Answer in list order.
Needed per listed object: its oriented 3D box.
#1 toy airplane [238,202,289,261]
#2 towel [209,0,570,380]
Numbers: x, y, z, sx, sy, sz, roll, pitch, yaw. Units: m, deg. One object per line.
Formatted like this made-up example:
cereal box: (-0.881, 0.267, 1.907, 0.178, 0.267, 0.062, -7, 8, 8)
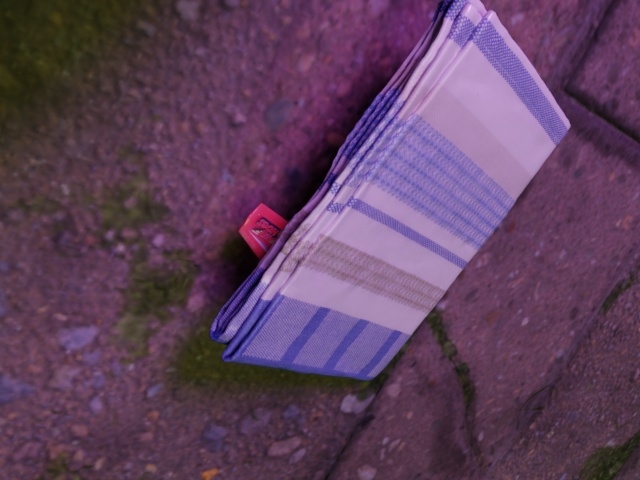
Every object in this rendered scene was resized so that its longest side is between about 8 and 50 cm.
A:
toy airplane: (0.000, 0.000, 0.499, 0.151, 0.028, 0.151, -18, 129, -24)
towel: (0.064, -0.016, 0.489, 0.209, 0.034, 0.285, 23, 106, -51)
